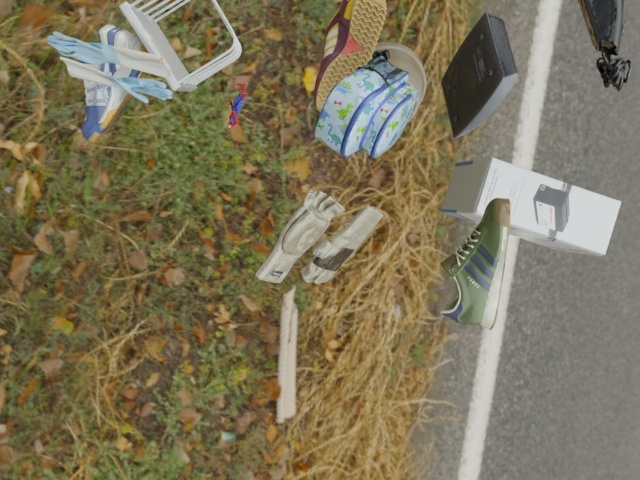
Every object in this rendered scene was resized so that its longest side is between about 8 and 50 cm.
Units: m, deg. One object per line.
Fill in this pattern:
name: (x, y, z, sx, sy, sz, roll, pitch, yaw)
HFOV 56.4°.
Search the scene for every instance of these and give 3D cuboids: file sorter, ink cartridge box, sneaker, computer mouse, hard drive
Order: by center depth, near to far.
sneaker: (0.216, 0.032, 0.856, 0.064, 0.086, 0.192, -48, 144, -78)
sneaker: (0.036, -0.278, 0.886, 0.070, 0.084, 0.185, 20, 103, -26)
computer mouse: (0.497, -0.403, 1.038, 0.272, 0.072, 0.188, 67, 25, -11)
hard drive: (0.339, -0.346, 1.287, 0.054, 0.254, 0.172, -5, 73, -11)
file sorter: (-0.289, -0.460, 1.333, 0.173, 0.277, 0.192, -30, 104, 3)
ink cartridge box: (0.461, -0.075, 1.340, 0.308, 0.223, 0.129, 17, 91, -8)
sneaker: (-0.509, -0.370, 1.405, 0.131, 0.112, 0.296, 33, 118, -14)

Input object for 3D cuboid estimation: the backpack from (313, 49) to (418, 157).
backpack: (0.055, -0.149, 0.697, 0.114, 0.084, 0.105, -37, 159, -40)

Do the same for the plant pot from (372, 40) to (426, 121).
plant pot: (0.253, -0.559, 2.253, 0.280, 0.323, 0.323, -89, 162, -60)

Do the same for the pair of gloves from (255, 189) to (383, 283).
pair of gloves: (0.000, 0.000, 1.143, 0.240, 0.042, 0.204, 7, 125, -52)

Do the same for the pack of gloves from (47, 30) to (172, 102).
pack of gloves: (-0.413, -0.327, 1.178, 0.232, 0.195, 0.046, 13, 80, -2)

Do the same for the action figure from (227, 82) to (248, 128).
action figure: (-0.185, -0.288, 1.299, 0.030, 0.038, 0.115, -9, 147, -26)
